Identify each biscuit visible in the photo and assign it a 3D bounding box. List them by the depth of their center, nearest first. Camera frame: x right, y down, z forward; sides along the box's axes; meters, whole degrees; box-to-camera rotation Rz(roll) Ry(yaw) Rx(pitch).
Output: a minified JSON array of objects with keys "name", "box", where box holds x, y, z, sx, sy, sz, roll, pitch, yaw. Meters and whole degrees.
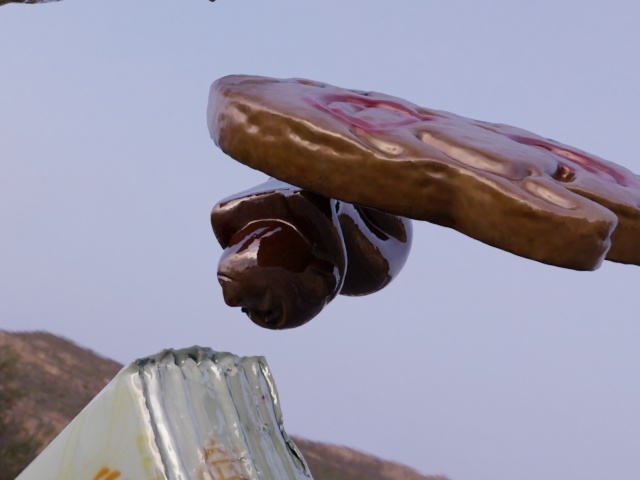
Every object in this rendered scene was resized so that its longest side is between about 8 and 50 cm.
[{"name":"biscuit","box":[0.103,-0.056,0.642,0.367,0.063,0.314,12,13,-15]}]

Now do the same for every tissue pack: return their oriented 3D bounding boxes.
[{"name":"tissue pack","box":[-0.153,0.305,0.715,0.162,0.287,0.388,6,-41,-47]}]

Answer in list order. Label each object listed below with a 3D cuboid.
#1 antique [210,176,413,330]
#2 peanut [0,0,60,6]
[{"name":"antique","box":[0.000,0.000,0.844,0.121,0.257,0.143,-5,-77,30]},{"name":"peanut","box":[-0.191,-0.296,0.776,0.152,0.313,0.152,42,-27,28]}]
